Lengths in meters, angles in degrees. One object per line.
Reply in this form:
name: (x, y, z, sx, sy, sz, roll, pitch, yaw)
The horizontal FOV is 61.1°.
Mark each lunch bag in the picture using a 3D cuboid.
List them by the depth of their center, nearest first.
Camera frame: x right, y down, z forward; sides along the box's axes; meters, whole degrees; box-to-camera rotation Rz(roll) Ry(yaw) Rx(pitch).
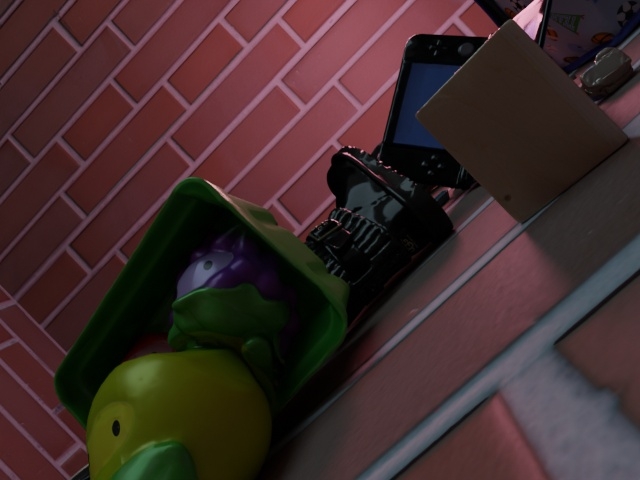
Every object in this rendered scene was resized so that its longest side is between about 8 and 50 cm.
lunch bag: (0.471, -0.520, 1.113, 0.239, 0.328, 0.385, -46, 2, 7)

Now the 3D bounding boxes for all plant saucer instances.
plant saucer: (0.184, -0.029, 1.089, 0.192, 0.018, 0.067, -45, 1, 5)

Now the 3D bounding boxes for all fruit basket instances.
fruit basket: (-0.151, 0.150, 0.589, 0.392, 0.283, 0.392, -45, -11, -11)

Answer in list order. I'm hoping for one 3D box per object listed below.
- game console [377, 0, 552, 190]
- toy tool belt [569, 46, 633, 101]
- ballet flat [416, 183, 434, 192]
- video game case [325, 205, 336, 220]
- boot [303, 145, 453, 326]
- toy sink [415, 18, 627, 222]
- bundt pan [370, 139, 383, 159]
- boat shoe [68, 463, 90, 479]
game console: (0.231, -0.252, 0.919, 0.173, 0.250, 0.293, 40, -117, -68)
toy tool belt: (0.355, -0.201, 0.693, 0.083, 0.052, 0.051, -41, -29, 22)
ballet flat: (0.292, -0.194, 1.384, 0.106, 0.108, 0.316, -29, -6, -30)
video game case: (0.000, 0.000, 1.290, 0.143, 0.019, 0.157, -54, 8, 51)
boot: (0.024, -0.010, 0.878, 0.260, 0.131, 0.348, -44, 25, 1)
toy sink: (0.213, -0.139, 0.602, 0.131, 0.153, 0.234, -44, 2, 28)
bundt pan: (0.120, -0.077, 1.358, 0.331, 0.124, 0.331, -58, 5, 9)
boat shoe: (-0.329, 0.407, 0.636, 0.340, 0.127, 0.113, -46, 3, -20)
